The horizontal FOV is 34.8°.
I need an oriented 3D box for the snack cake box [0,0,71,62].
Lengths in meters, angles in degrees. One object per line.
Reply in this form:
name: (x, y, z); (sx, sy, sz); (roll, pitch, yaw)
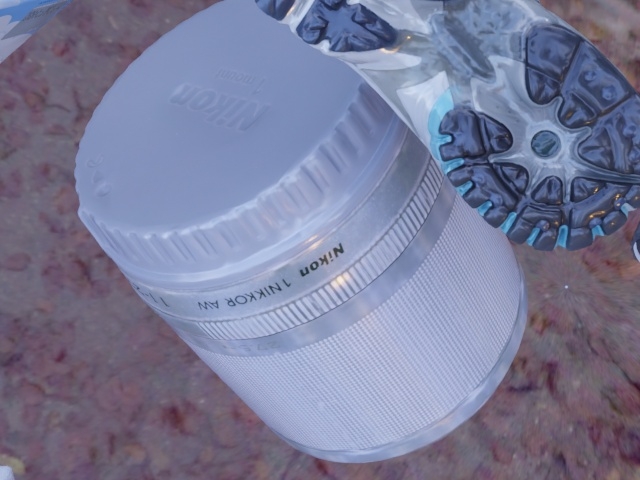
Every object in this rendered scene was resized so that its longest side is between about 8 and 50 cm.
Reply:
snack cake box: (-0.239, -0.192, 0.441); (0.089, 0.152, 0.264); (-27, 96, 35)

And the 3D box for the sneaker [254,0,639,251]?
sneaker: (0.035, -0.118, 0.472); (0.110, 0.122, 0.283); (-36, 106, 10)

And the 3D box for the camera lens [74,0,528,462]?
camera lens: (0.000, 0.000, 0.675); (0.219, 0.274, 0.219); (-18, 45, 19)

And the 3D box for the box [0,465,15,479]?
box: (-0.262, 0.232, 0.591); (0.181, 0.119, 0.182); (-1, 125, 3)

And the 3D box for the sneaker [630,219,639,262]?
sneaker: (0.390, 0.033, 0.899); (0.271, 0.108, 0.100); (26, 105, -22)
